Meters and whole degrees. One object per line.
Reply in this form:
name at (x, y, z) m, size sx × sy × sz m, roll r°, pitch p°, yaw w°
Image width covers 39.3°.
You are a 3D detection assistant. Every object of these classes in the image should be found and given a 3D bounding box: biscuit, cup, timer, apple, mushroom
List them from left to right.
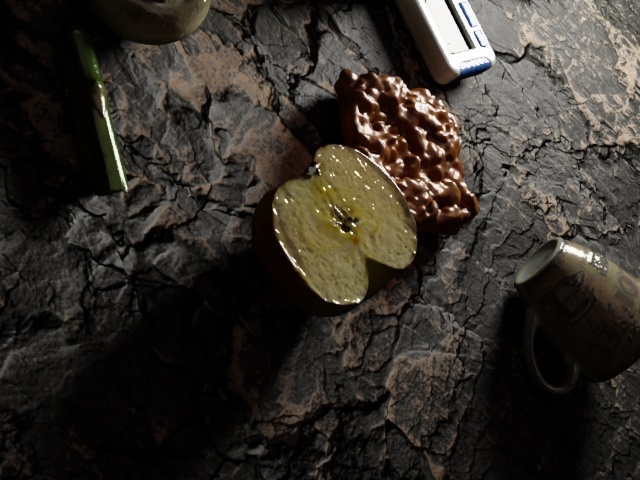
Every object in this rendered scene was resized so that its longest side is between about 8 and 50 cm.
mushroom at (-0.279, -0.428, 1.445) m, size 0.227 × 0.178 × 0.226 m, roll 10°, pitch 66°, yaw -24°
apple at (0.000, 0.000, 1.486) m, size 0.293 × 0.163 × 0.251 m, roll -32°, pitch 87°, yaw -43°
biscuit at (0.165, -0.162, 1.719) m, size 0.318 × 0.110 × 0.312 m, roll 8°, pitch 66°, yaw -35°
timer at (0.261, -0.464, 1.943) m, size 0.178 × 0.078 × 0.253 m, roll -21°, pitch 84°, yaw -39°
cup at (0.502, 0.155, 1.813) m, size 0.257 × 0.227 × 0.301 m, roll 39°, pitch 81°, yaw -2°

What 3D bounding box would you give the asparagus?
asparagus at (-0.348, -0.192, 1.366) m, size 0.060 × 0.067 × 0.277 m, roll 4°, pitch 70°, yaw -66°
